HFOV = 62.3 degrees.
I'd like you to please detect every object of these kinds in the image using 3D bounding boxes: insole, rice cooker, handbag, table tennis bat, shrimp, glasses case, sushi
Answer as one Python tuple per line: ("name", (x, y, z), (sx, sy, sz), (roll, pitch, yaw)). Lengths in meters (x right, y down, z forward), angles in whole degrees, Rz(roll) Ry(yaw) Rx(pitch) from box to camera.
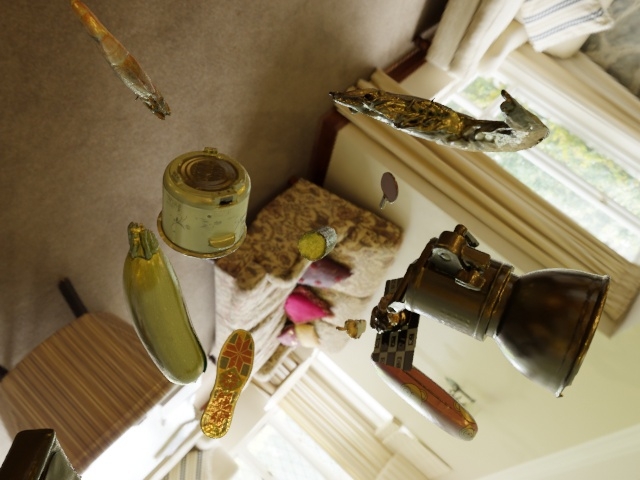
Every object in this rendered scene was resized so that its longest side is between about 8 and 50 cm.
("insole", (-0.159, 0.246, 0.924), (0.006, 0.065, 0.193), (124, -16, -60))
("rice cooker", (-0.337, -0.096, 1.554), (0.264, 0.316, 0.316), (-21, 151, -35))
("handbag", (-0.496, 0.473, 0.896), (0.247, 0.080, 0.223), (-90, 180, -53))
("table tennis bat", (0.115, -0.083, 0.914), (0.007, 0.050, 0.083), (-18, 152, -20))
("shrimp", (0.141, -0.157, 0.622), (0.198, 0.262, 0.051), (159, -52, -86))
("shrimp", (-0.434, -0.388, 1.143), (0.058, 0.169, 0.296), (-39, 137, -6))
("glasses case", (0.254, 0.382, 1.330), (0.076, 0.316, 0.123), (-44, 153, -19))
("sushi", (0.137, 0.162, 1.100), (0.215, 0.051, 0.192), (151, -48, -73))

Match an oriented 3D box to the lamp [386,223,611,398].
("lamp", (0.191, 0.063, 0.616), (0.147, 0.227, 0.172), (-58, 156, -22))

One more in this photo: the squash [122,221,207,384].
("squash", (-0.265, 0.111, 0.863), (0.094, 0.094, 0.341), (-39, 134, -37))

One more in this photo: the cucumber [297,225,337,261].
("cucumber", (0.000, 0.000, 0.857), (0.048, 0.048, 0.105), (-55, 173, 18))

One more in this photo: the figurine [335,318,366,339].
("figurine", (0.073, 0.199, 1.225), (0.083, 0.051, 0.047), (4, 99, -68))
